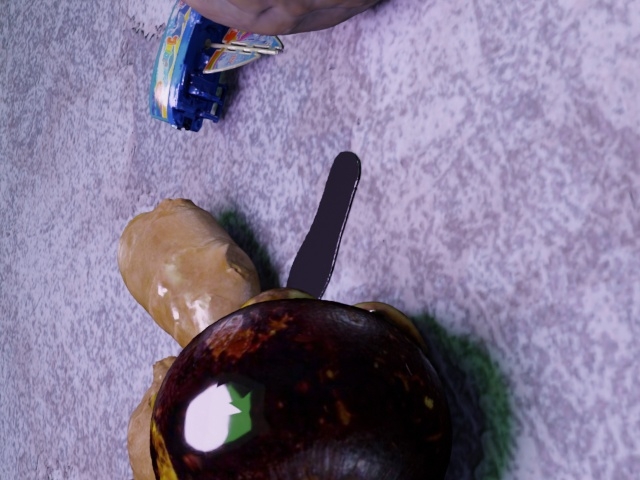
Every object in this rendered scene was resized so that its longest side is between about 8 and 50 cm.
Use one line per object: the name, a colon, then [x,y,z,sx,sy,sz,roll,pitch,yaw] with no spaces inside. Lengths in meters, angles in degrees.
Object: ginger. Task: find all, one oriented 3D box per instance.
ginger: [-0.087,0.164,0.781,0.348,0.122,0.363,19,93,51]

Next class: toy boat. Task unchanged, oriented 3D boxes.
toy boat: [-0.084,-0.180,0.871,0.110,0.091,0.175,15,92,19]

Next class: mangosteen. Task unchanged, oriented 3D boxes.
mangosteen: [-0.014,0.109,0.631,0.192,0.192,0.217,-59,22,27]

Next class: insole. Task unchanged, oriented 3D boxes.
insole: [0.000,0.000,0.770,0.053,0.002,0.153,34,111,51]

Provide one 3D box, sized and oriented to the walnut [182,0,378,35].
walnut: [-0.033,-0.255,0.686,0.224,0.224,0.224,-14,72,51]
